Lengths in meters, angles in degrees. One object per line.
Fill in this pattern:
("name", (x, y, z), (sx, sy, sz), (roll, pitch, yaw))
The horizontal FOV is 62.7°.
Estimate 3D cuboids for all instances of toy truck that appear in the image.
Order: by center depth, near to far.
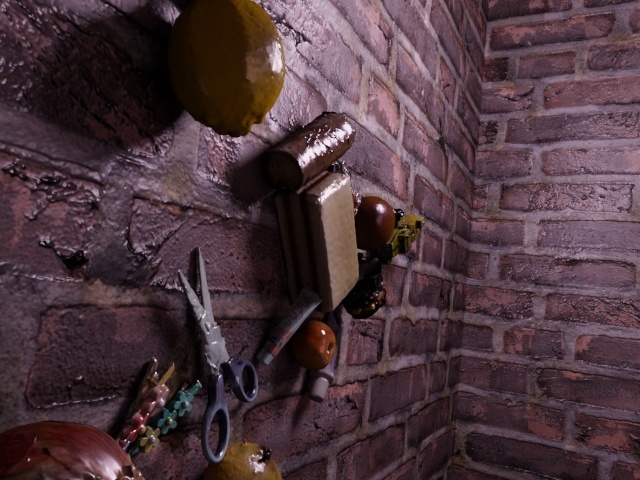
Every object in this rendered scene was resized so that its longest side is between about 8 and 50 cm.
("toy truck", (0.040, -0.137, 1.424), (0.192, 0.083, 0.092), (61, 42, -43))
("toy truck", (0.268, -0.012, 1.821), (0.257, 0.127, 0.127), (-37, 126, -51))

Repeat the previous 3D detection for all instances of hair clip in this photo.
("hair clip", (-0.300, 0.294, 0.864), (0.062, 0.056, 0.214), (111, 2, -57))
("hair clip", (-0.272, 0.310, 0.928), (0.173, 0.049, 0.049), (-50, 135, -43))

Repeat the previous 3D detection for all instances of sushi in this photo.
("sushi", (0.119, 0.143, 1.514), (0.150, 0.153, 0.172), (64, -3, -20))

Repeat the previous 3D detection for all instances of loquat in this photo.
("loquat", (-0.160, 0.501, 1.050), (0.204, 0.149, 0.172), (-65, 149, -9))

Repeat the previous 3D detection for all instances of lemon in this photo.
("lemon", (-0.162, -0.304, 0.911), (0.204, 0.204, 0.260), (5, 77, -62))

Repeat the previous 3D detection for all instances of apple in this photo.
("apple", (-0.016, 0.263, 1.337), (0.126, 0.102, 0.126), (-10, 101, -62))

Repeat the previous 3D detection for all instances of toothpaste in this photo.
("toothpaste", (-0.074, 0.199, 1.228), (0.205, 0.056, 0.036), (-52, 167, -20))
("toothpaste", (0.018, 0.313, 1.463), (0.099, 0.068, 0.282), (107, -1, -49))

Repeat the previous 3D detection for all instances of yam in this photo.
("yam", (-0.027, -0.211, 1.252), (0.280, 0.131, 0.131), (-46, 132, -48))

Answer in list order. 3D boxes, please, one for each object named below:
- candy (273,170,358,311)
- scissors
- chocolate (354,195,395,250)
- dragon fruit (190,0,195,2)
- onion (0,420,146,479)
("candy", (0.000, 0.000, 1.311), (0.179, 0.135, 0.321), (-35, 123, -54))
("scissors", (-0.206, 0.204, 1.025), (0.256, 0.029, 0.384), (-54, 135, -66))
("chocolate", (0.149, -0.055, 1.547), (0.176, 0.176, 0.177), (-10, 102, -61))
("dragon fruit", (-0.191, -0.524, 0.912), (0.189, 0.163, 0.262), (-21, 115, -30))
("onion", (-0.305, 0.380, 0.602), (0.353, 0.353, 0.354), (-10, 102, -61))
